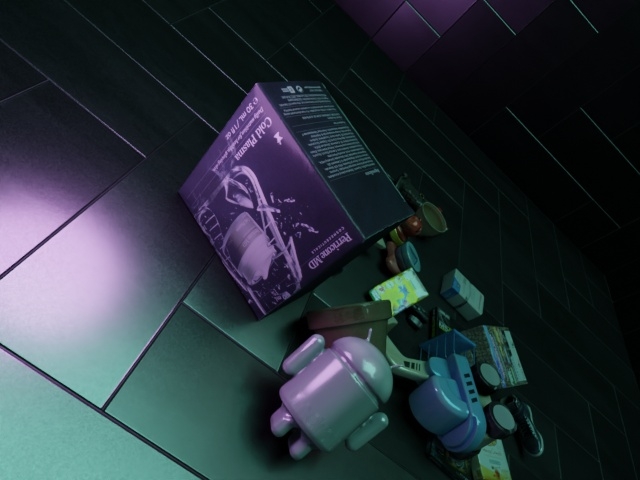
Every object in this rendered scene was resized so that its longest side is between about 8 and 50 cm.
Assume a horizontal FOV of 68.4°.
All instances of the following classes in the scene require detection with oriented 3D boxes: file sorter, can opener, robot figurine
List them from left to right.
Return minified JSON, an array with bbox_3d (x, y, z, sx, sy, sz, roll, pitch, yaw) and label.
[{"bbox_3d":[0.039,0.386,1.194,0.353,0.200,0.300,-40,93,-10],"label":"robot figurine"},{"bbox_3d":[0.345,0.257,1.822,0.186,0.059,0.073,51,38,0],"label":"can opener"},{"bbox_3d":[0.460,0.420,1.712,0.118,0.170,0.104,36,42,-19],"label":"file sorter"}]

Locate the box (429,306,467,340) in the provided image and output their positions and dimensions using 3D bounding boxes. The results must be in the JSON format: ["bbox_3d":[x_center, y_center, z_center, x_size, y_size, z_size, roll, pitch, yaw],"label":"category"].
[{"bbox_3d":[0.520,0.390,1.901,0.191,0.045,0.184,38,42,-18],"label":"box"}]

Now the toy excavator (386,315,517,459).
[{"bbox_3d":[0.352,0.453,1.538,0.445,0.222,0.433,18,41,-22],"label":"toy excavator"}]

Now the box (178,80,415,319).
[{"bbox_3d":[-0.086,-0.111,1.348,0.471,0.480,0.297,55,39,7],"label":"box"}]

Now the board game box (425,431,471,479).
[{"bbox_3d":[0.425,0.706,1.553,0.186,0.026,0.126,43,37,-9],"label":"board game box"}]

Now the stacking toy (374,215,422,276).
[{"bbox_3d":[0.325,-0.025,1.919,0.279,0.130,0.309,46,34,-38],"label":"stacking toy"}]

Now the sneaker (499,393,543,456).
[{"bbox_3d":[0.783,0.714,1.848,0.163,0.086,0.226,43,27,-27],"label":"sneaker"}]

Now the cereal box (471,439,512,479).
[{"bbox_3d":[0.586,0.733,1.675,0.173,0.047,0.240,25,44,-30],"label":"cereal box"}]

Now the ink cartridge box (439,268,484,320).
[{"bbox_3d":[0.635,0.243,2.109,0.191,0.082,0.139,45,38,-10],"label":"ink cartridge box"}]

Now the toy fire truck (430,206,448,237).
[{"bbox_3d":[0.574,-0.091,2.358,0.192,0.047,0.135,-16,71,-50],"label":"toy fire truck"}]

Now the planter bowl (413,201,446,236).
[{"bbox_3d":[0.499,-0.083,2.222,0.162,0.109,0.162,26,45,-29],"label":"planter bowl"}]

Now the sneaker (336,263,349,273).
[{"bbox_3d":[0.000,0.000,1.653,0.300,0.111,0.121,36,43,-15],"label":"sneaker"}]

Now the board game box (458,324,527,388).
[{"bbox_3d":[0.662,0.467,1.846,0.291,0.141,0.232,16,55,-49],"label":"board game box"}]

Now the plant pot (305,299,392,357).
[{"bbox_3d":[0.100,0.306,1.404,0.263,0.263,0.229,2,74,-44],"label":"plant pot"}]

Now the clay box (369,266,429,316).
[{"bbox_3d":[0.286,0.203,1.768,0.222,0.053,0.127,-24,76,-26],"label":"clay box"}]

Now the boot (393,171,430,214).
[{"bbox_3d":[0.442,-0.210,2.289,0.229,0.091,0.263,50,37,-2],"label":"boot"}]
